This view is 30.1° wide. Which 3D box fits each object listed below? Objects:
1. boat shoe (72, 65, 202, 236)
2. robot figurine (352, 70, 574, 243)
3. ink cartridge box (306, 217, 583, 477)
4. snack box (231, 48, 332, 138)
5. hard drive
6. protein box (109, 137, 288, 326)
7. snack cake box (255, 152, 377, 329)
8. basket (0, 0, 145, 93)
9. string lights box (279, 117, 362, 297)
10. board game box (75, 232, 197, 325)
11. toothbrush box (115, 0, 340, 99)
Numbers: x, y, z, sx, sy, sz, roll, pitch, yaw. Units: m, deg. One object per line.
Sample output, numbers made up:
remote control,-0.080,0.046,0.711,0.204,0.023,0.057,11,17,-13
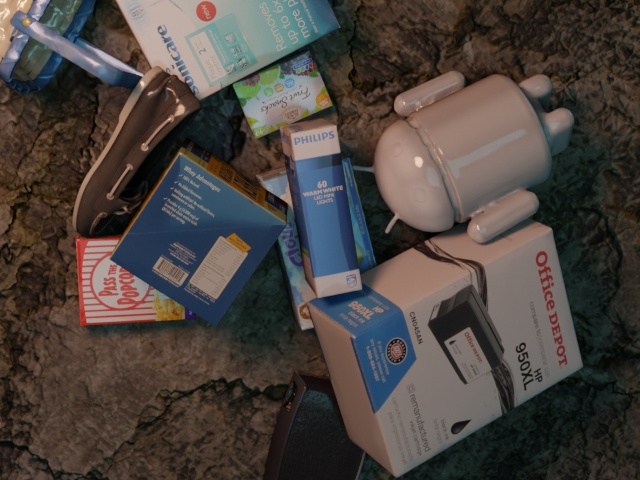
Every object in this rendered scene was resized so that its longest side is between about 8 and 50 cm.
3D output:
boat shoe,-0.288,-0.113,1.846,0.095,0.112,0.335,36,122,6
robot figurine,0.238,-0.140,1.955,0.353,0.200,0.300,-25,65,-5
ink cartridge box,0.213,0.158,1.969,0.395,0.166,0.285,-27,117,-19
snack box,-0.064,-0.241,1.961,0.141,0.037,0.100,-25,106,-5
hard drive,0.000,0.368,2.091,0.172,0.054,0.254,13,99,-13
protein box,-0.186,-0.015,1.864,0.200,0.136,0.201,33,101,-9
snack cake box,0.000,0.000,1.997,0.152,0.089,0.264,-17,104,-8
basket,-0.394,-0.305,1.781,0.289,0.255,0.201,27,94,4
string lights box,-0.001,-0.054,1.871,0.077,0.133,0.259,-11,103,-7
board game box,-0.304,0.061,1.973,0.193,0.045,0.146,-3,102,-10
toothbrush box,-0.153,-0.367,1.874,0.295,0.126,0.216,-27,106,-3
